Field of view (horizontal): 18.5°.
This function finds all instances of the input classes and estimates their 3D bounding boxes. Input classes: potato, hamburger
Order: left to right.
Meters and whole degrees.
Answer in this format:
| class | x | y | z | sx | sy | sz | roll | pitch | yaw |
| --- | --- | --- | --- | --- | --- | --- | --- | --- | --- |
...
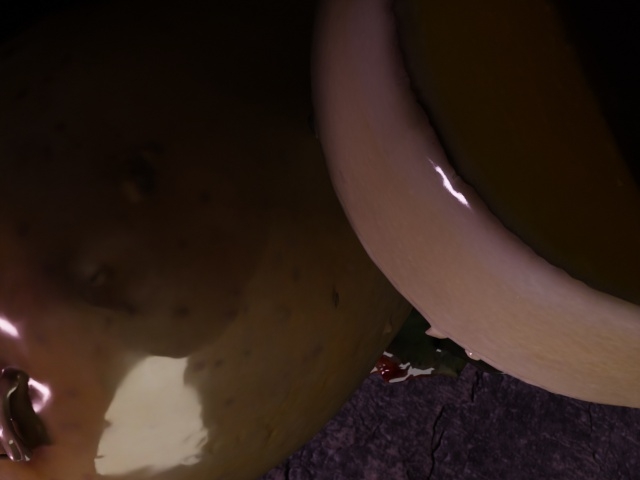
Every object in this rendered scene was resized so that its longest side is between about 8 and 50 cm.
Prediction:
| class | x | y | z | sx | sy | sz | roll | pitch | yaw |
| --- | --- | --- | --- | --- | --- | --- | --- | --- | --- |
| potato | -0.029 | -0.004 | 0.440 | 0.109 | 0.118 | 0.178 | 16 | -155 | 19 |
| hamburger | 0.067 | -0.035 | 0.361 | 0.141 | 0.126 | 0.081 | -40 | 173 | -13 |

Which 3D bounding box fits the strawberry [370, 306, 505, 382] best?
| class | x | y | z | sx | sy | sz | roll | pitch | yaw |
| --- | --- | --- | --- | --- | --- | --- | --- | --- | --- |
| strawberry | 0.000 | 0.000 | 0.791 | 0.286 | 0.106 | 0.188 | -5 | -177 | 45 |
